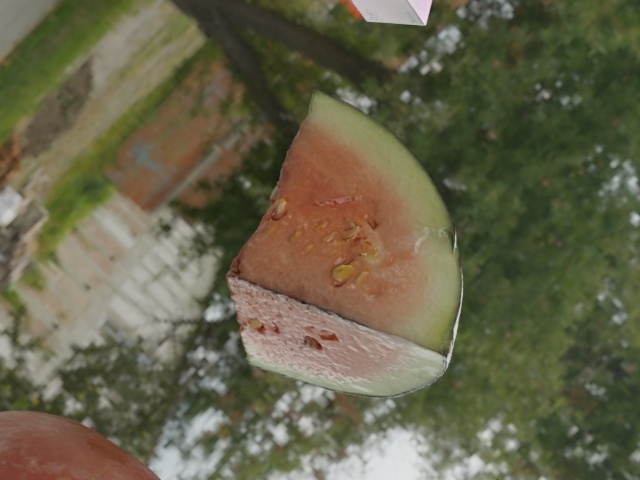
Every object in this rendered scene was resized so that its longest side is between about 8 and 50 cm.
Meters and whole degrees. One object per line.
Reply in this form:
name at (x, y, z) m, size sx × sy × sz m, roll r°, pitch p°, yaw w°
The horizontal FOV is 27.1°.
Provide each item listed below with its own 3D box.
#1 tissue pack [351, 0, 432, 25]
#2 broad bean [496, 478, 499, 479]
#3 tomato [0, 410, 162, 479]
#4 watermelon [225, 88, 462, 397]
tissue pack at (0.068, -0.384, 1.639) m, size 0.246 × 0.092 × 0.148 m, roll 41°, pitch 61°, yaw -60°
broad bean at (0.190, 0.253, 0.825) m, size 0.052 × 0.256 × 0.053 m, roll -42°, pitch 173°, yaw -13°
tomato at (-0.144, 0.180, 0.708) m, size 0.151 × 0.187 × 0.187 m, roll -40°, pitch -177°, yaw -31°
watermelon at (0.016, 0.003, 0.830) m, size 0.193 × 0.137 × 0.145 m, roll -8°, pitch -128°, yaw 48°
